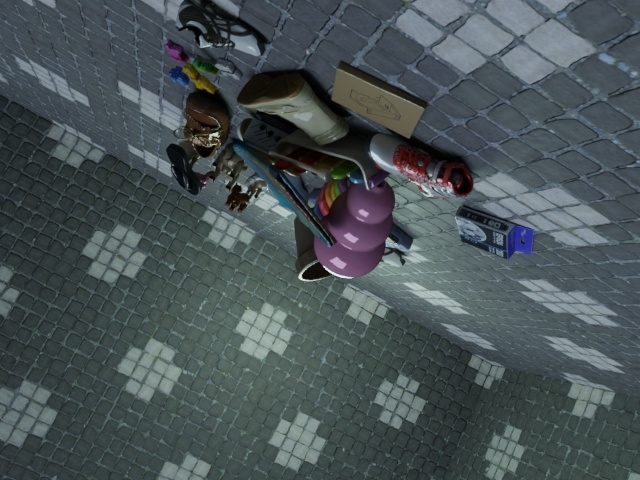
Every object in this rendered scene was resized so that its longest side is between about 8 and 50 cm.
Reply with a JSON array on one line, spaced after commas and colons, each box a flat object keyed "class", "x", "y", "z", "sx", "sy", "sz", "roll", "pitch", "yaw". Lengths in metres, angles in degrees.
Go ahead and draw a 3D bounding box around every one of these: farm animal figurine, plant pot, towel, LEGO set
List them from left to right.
[{"class": "LEGO set", "x": -0.324, "y": -0.440, "z": 1.580, "sx": 0.227, "sy": 0.087, "sz": 0.093, "roll": 21, "pitch": 168, "yaw": 24}, {"class": "farm animal figurine", "x": -0.347, "y": -0.274, "z": 2.252, "sx": 0.330, "sy": 0.172, "sz": 0.326, "roll": 39, "pitch": 154, "yaw": -18}, {"class": "towel", "x": -0.105, "y": -0.135, "z": 1.684, "sx": 0.271, "sy": 0.040, "sz": 0.370, "roll": 50, "pitch": 177, "yaw": -31}, {"class": "plant pot", "x": 0.000, "y": 0.000, "z": 2.385, "sx": 0.263, "sy": 0.263, "sz": 0.229, "roll": 61, "pitch": -174, "yaw": -71}]

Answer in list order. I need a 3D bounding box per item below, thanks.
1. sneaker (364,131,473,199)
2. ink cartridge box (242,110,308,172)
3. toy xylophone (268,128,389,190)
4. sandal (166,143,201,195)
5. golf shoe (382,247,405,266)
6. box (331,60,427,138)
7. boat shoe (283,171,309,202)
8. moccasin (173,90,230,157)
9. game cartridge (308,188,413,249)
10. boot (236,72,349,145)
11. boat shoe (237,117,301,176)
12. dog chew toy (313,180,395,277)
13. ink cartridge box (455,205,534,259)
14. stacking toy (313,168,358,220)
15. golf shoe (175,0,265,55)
[{"class": "sneaker", "x": 0.240, "y": -0.178, "z": 1.457, "sx": 0.270, "sy": 0.090, "sz": 0.145, "roll": 29, "pitch": 168, "yaw": -30}, {"class": "ink cartridge box", "x": -0.108, "y": -0.282, "z": 1.770, "sx": 0.207, "sy": 0.097, "sz": 0.046, "roll": 27, "pitch": 169, "yaw": 5}, {"class": "toy xylophone", "x": 0.007, "y": -0.210, "z": 1.589, "sx": 0.322, "sy": 0.236, "sz": 0.081, "roll": 26, "pitch": 133, "yaw": 35}, {"class": "sandal", "x": -0.493, "y": -0.241, "z": 2.197, "sx": 0.097, "sy": 0.054, "sz": 0.254, "roll": 20, "pitch": 153, "yaw": 21}, {"class": "golf shoe", "x": 0.211, "y": 0.055, "z": 2.525, "sx": 0.272, "sy": 0.120, "sz": 0.105, "roll": 28, "pitch": 168, "yaw": -9}, {"class": "box", "x": 0.121, "y": -0.300, "z": 1.345, "sx": 0.201, "sy": 0.021, "sz": 0.164, "roll": 27, "pitch": 169, "yaw": 3}, {"class": "boat shoe", "x": -0.122, "y": -0.186, "z": 2.258, "sx": 0.102, "sy": 0.108, "sz": 0.301, "roll": 23, "pitch": 175, "yaw": 14}, {"class": "moccasin", "x": -0.368, "y": -0.349, "z": 1.943, "sx": 0.139, "sy": 0.147, "sz": 0.380, "roll": 28, "pitch": 169, "yaw": -6}, {"class": "game cartridge", "x": 0.147, "y": -0.072, "z": 2.249, "sx": 0.355, "sy": 0.068, "sz": 0.230, "roll": 34, "pitch": 172, "yaw": -30}, {"class": "boot", "x": -0.070, "y": -0.319, "z": 1.533, "sx": 0.262, "sy": 0.095, "sz": 0.203, "roll": 9, "pitch": 161, "yaw": 48}, {"class": "boat shoe", "x": -0.167, "y": -0.281, "z": 1.915, "sx": 0.096, "sy": 0.098, "sz": 0.277, "roll": 15, "pitch": 165, "yaw": 46}, {"class": "dog chew toy", "x": 0.105, "y": -0.045, "z": 1.700, "sx": 0.206, "sy": 0.207, "sz": 0.332, "roll": 27, "pitch": 138, "yaw": 2}, {"class": "ink cartridge box", "x": 0.489, "y": -0.012, "z": 1.750, "sx": 0.208, "sy": 0.045, "sz": 0.206, "roll": 21, "pitch": 167, "yaw": 24}, {"class": "stacking toy", "x": 0.099, "y": -0.149, "z": 1.825, "sx": 0.165, "sy": 0.175, "sz": 0.302, "roll": 25, "pitch": 158, "yaw": -5}, {"class": "golf shoe", "x": -0.217, "y": -0.436, "z": 1.332, "sx": 0.198, "sy": 0.094, "sz": 0.077, "roll": 28, "pitch": 168, "yaw": -14}]
